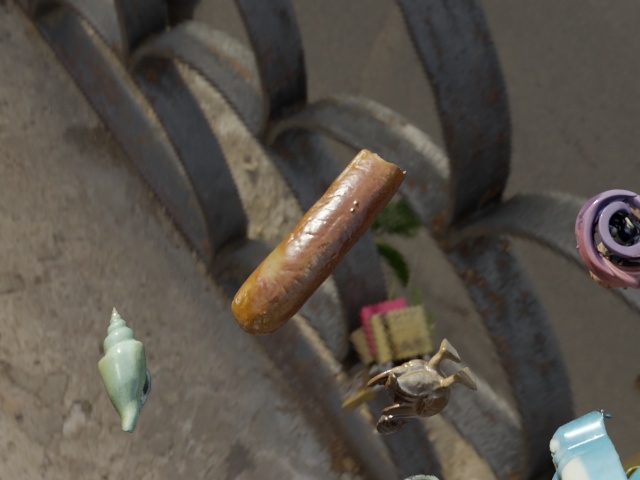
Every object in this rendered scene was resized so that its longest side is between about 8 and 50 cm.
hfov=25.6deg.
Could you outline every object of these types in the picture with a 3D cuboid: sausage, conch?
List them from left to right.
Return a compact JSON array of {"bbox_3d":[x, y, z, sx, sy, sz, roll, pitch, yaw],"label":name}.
[{"bbox_3d":[-0.261,0.174,1.873,0.065,0.088,0.180,-8,69,-4],"label":"conch"},{"bbox_3d":[0.000,0.000,1.813,0.076,0.103,0.302,41,76,-1],"label":"sausage"}]

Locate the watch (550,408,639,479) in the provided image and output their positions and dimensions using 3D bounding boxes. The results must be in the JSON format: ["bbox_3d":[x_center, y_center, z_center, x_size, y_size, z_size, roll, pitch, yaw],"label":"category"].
[{"bbox_3d":[0.243,0.189,0.832,0.193,0.211,0.210,-10,74,-2],"label":"watch"}]

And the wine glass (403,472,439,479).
[{"bbox_3d":[0.163,0.445,1.907,0.126,0.126,0.241,-17,55,-14],"label":"wine glass"}]

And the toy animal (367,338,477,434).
[{"bbox_3d":[0.121,0.221,2.002,0.179,0.188,0.089,-40,61,22],"label":"toy animal"}]

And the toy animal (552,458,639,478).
[{"bbox_3d":[0.346,0.230,1.404,0.219,0.155,0.095,18,91,12],"label":"toy animal"}]

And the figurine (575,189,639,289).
[{"bbox_3d":[0.386,0.015,1.773,0.114,0.157,0.126,6,63,23],"label":"figurine"}]
